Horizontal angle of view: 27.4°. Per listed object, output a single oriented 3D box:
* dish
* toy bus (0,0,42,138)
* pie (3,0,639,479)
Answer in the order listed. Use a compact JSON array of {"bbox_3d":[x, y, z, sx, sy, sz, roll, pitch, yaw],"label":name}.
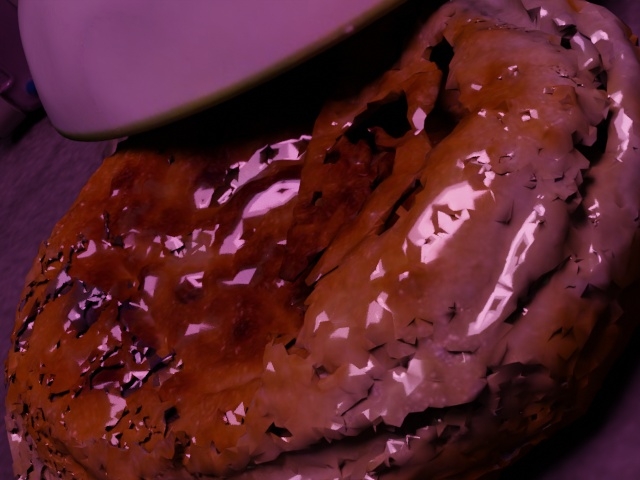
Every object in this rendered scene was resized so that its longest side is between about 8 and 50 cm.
[{"bbox_3d":[-0.024,-0.191,0.620,0.324,0.124,0.324,-29,23,13],"label":"dish"},{"bbox_3d":[-0.233,-0.174,0.871,0.142,0.142,0.202,-49,36,4],"label":"toy bus"},{"bbox_3d":[0.001,0.001,0.508,0.308,0.085,0.308,-27,38,23],"label":"pie"}]
